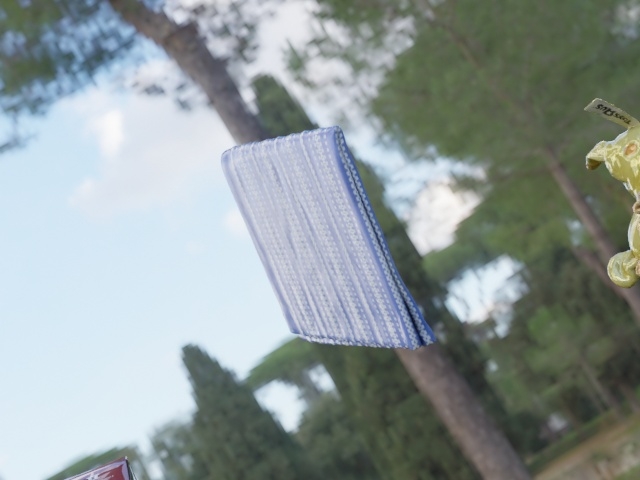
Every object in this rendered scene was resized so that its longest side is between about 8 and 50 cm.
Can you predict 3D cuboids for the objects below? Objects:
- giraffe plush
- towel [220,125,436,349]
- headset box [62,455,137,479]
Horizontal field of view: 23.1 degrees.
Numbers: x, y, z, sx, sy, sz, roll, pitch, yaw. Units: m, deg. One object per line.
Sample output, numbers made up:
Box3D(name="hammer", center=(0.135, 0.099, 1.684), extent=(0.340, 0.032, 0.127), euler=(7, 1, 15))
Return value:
Box3D(name="giraffe plush", center=(0.354, -0.037, 1.515), extent=(0.210, 0.170, 0.181), euler=(10, -33, -13))
Box3D(name="towel", center=(0.000, 0.000, 1.669), extent=(0.040, 0.243, 0.336), euler=(-27, 9, -21))
Box3D(name="headset box", center=(-0.163, 0.331, 1.297), extent=(0.110, 0.218, 0.293), euler=(-21, 18, -4))
